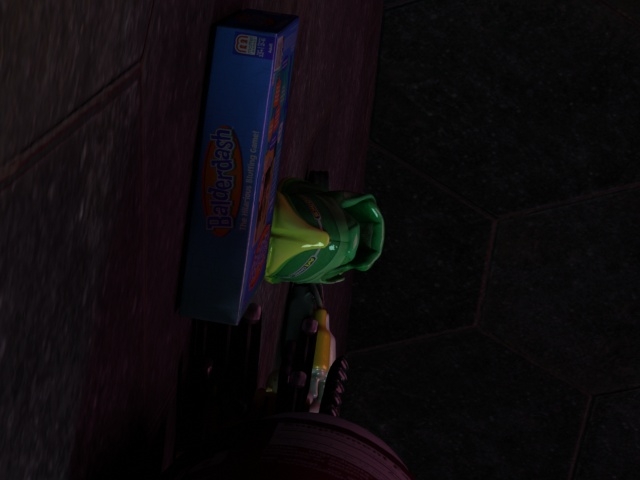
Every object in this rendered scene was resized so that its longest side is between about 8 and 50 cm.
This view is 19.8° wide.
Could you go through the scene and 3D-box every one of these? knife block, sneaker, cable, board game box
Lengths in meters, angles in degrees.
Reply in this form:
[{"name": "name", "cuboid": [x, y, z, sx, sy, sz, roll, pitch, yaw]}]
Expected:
[{"name": "knife block", "cuboid": [-0.080, 0.175, 1.467, 0.275, 0.242, 0.088, -30, -154, 29]}, {"name": "sneaker", "cuboid": [0.000, 0.000, 1.781, 0.295, 0.123, 0.109, -53, 152, -83]}, {"name": "cable", "cuboid": [-0.002, 0.060, 2.299, 0.139, 0.072, 0.287, 121, -22, -85]}, {"name": "board game box", "cuboid": [-0.058, -0.059, 1.348, 0.160, 0.047, 0.210, -65, 163, -78]}]

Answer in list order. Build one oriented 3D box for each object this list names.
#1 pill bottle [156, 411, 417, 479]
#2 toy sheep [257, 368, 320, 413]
[{"name": "pill bottle", "cuboid": [-0.028, 0.236, 1.166, 0.392, 0.224, 0.224, -51, 150, -83]}, {"name": "toy sheep", "cuboid": [-0.037, 0.205, 2.021, 0.091, 0.091, 0.132, -67, 147, -75]}]
